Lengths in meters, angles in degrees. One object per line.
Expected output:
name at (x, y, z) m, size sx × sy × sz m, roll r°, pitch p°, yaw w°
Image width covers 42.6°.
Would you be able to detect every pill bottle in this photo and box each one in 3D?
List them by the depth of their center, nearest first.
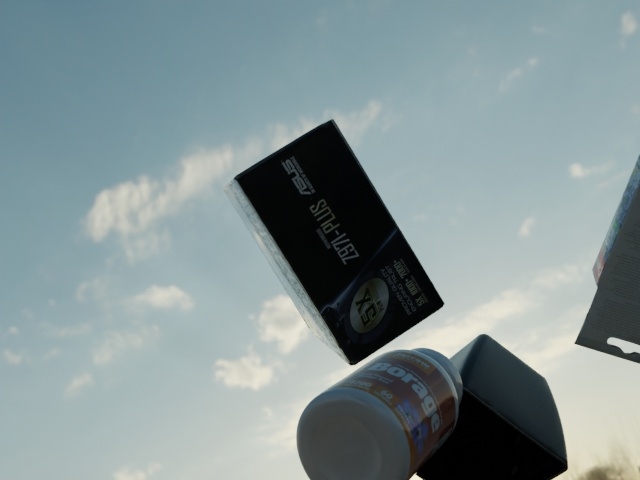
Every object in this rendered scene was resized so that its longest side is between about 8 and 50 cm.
pill bottle at (0.075, 0.185, 0.875) m, size 0.121 × 0.121 × 0.216 m, roll -33°, pitch -7°, yaw 28°

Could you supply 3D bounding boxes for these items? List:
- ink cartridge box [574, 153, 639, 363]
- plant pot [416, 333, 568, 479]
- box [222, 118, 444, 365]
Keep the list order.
ink cartridge box at (0.191, 0.013, 0.462) m, size 0.063 × 0.029 × 0.115 m, roll 17°, pitch -67°, yaw 5°
plant pot at (0.229, 0.251, 1.177) m, size 0.187 × 0.167 × 0.188 m, roll 37°, pitch -52°, yaw -5°
box at (0.000, 0.000, 0.615) m, size 0.077 × 0.147 × 0.180 m, roll -32°, pitch 7°, yaw -7°
